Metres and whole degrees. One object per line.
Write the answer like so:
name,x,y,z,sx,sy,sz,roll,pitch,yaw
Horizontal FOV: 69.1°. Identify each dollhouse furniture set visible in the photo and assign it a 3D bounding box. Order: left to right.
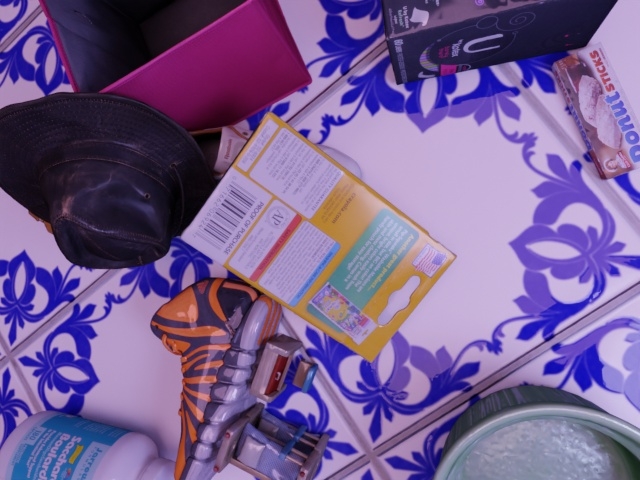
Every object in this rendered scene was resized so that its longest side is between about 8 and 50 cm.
dollhouse furniture set,-0.050,0.258,0.684,0.129,0.129,0.184,20,94,14

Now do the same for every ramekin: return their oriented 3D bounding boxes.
ramekin,0.289,0.336,0.585,0.303,0.148,0.304,0,89,15

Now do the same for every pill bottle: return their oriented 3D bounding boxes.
pill bottle,-0.370,0.376,0.756,0.263,0.146,0.146,7,91,14

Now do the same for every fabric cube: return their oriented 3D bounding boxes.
fabric cube,-0.198,-0.323,0.667,0.254,0.258,0.259,-25,83,13

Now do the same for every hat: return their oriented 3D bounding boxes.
hat,-0.298,-0.038,0.643,0.331,0.331,0.134,-12,59,14

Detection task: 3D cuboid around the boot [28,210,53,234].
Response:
boot,-0.375,-0.090,0.793,0.294,0.104,0.212,19,99,23

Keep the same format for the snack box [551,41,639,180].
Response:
snack box,0.384,-0.175,0.635,0.064,0.022,0.178,-22,83,12

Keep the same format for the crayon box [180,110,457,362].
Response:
crayon box,0.000,0.000,0.659,0.322,0.083,0.203,36,98,-12

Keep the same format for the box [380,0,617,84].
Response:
box,0.217,-0.322,0.607,0.270,0.165,0.144,-8,87,15

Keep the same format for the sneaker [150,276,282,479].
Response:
sneaker,-0.192,0.210,0.738,0.179,0.124,0.321,18,83,18

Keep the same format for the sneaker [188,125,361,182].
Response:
sneaker,-0.086,-0.111,0.705,0.289,0.123,0.106,9,89,13
